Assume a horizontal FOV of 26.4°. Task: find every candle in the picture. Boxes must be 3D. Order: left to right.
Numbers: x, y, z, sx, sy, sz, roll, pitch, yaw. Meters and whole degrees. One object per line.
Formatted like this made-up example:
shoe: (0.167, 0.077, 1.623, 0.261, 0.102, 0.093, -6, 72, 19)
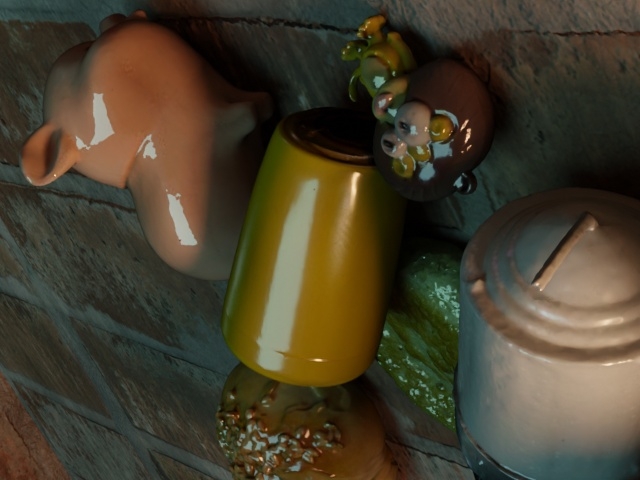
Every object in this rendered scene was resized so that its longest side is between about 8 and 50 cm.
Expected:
candle: (0.229, 0.086, 1.210, 0.221, 0.221, 0.343, 32, 145, 29)

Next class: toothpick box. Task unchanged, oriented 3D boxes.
toothpick box: (0.000, 0.000, 1.420, 0.175, 0.175, 0.271, 31, 123, 31)

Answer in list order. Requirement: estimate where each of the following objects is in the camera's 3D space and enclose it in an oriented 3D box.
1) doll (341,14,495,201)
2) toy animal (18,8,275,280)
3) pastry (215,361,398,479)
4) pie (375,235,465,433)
doll: (0.082, -0.116, 1.279, 0.188, 0.096, 0.145, 34, 121, 31)
toy animal: (-0.175, -0.104, 1.556, 0.269, 0.237, 0.326, -15, 98, 15)
pastry: (-0.033, 0.296, 1.900, 0.284, 0.184, 0.316, 28, 147, 36)
pie: (0.155, 0.129, 1.538, 0.323, 0.070, 0.323, 39, 155, 23)
